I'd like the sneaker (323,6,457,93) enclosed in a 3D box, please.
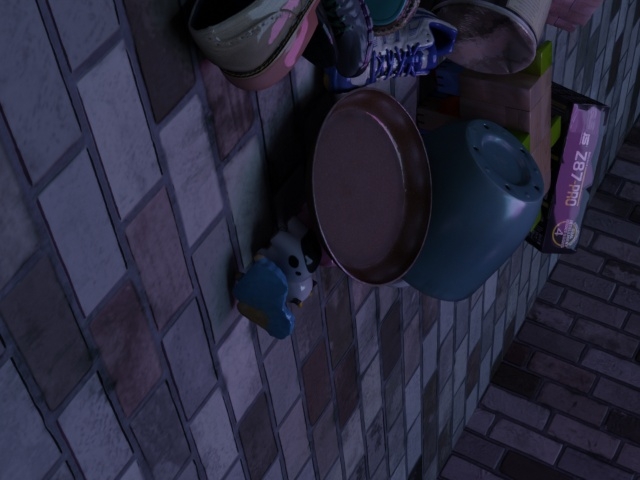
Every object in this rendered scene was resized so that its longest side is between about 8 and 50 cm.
[{"bbox_3d":[0.118,-0.308,1.690,0.296,0.131,0.112,-43,148,-44],"label":"sneaker"}]

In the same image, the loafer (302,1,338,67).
[{"bbox_3d":[-0.017,-0.309,1.434,0.170,0.062,0.061,60,36,-42],"label":"loafer"}]

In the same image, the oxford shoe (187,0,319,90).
[{"bbox_3d":[-0.033,-0.382,1.279,0.146,0.140,0.397,34,76,-60],"label":"oxford shoe"}]

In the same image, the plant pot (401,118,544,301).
[{"bbox_3d":[0.252,-0.075,1.881,0.235,0.293,0.293,-43,176,38],"label":"plant pot"}]

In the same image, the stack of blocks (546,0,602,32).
[{"bbox_3d":[0.495,-0.504,2.014,0.297,0.087,0.171,106,5,-78],"label":"stack of blocks"}]

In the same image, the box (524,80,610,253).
[{"bbox_3d":[0.457,-0.183,2.287,0.395,0.097,0.318,-129,-136,-66],"label":"box"}]

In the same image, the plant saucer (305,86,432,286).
[{"bbox_3d":[0.071,-0.083,1.660,0.310,0.050,0.310,3,87,-51],"label":"plant saucer"}]

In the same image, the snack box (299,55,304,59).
[{"bbox_3d":[-0.045,-0.282,1.483,0.178,0.022,0.064,-30,134,-56],"label":"snack box"}]

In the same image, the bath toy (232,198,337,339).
[{"bbox_3d":[0.000,0.000,1.702,0.348,0.129,0.151,-50,-175,-37],"label":"bath toy"}]

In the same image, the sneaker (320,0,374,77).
[{"bbox_3d":[0.013,-0.337,1.474,0.098,0.083,0.223,-15,102,-50],"label":"sneaker"}]

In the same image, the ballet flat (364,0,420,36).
[{"bbox_3d":[0.136,-0.538,1.537,0.182,0.164,0.482,-71,178,-70],"label":"ballet flat"}]

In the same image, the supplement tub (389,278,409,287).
[{"bbox_3d":[0.165,0.015,2.061,0.200,0.144,0.144,-15,123,-63],"label":"supplement tub"}]

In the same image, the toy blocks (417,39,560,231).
[{"bbox_3d":[0.309,-0.221,2.062,0.191,0.261,0.381,-48,143,-37],"label":"toy blocks"}]

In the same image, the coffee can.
[{"bbox_3d":[0.321,-0.463,1.869,0.201,0.201,0.275,63,45,-61],"label":"coffee can"}]
